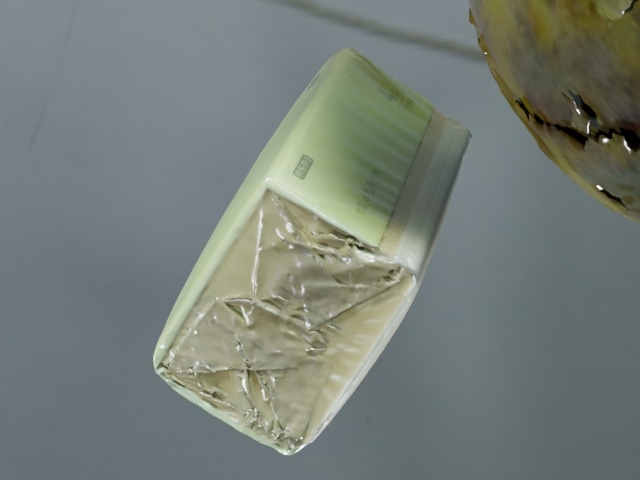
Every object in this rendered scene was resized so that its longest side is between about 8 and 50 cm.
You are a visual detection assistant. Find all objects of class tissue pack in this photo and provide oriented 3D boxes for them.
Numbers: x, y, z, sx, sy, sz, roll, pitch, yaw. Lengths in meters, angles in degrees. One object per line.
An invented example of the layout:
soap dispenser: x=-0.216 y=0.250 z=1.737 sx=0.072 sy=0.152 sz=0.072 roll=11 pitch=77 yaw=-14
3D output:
tissue pack: x=0.000 y=0.000 z=1.117 sx=0.125 sy=0.234 sz=0.159 roll=32 pitch=119 yaw=-3

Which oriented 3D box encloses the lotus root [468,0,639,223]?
lotus root: x=0.145 y=-0.108 z=0.281 sx=0.179 sy=0.196 sz=0.397 roll=9 pitch=162 yaw=-18
